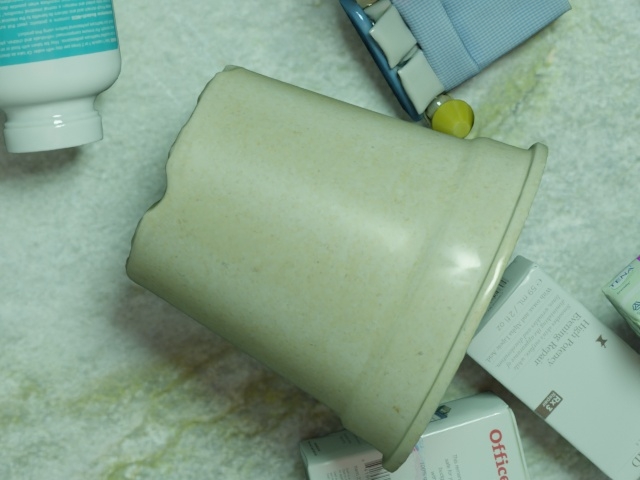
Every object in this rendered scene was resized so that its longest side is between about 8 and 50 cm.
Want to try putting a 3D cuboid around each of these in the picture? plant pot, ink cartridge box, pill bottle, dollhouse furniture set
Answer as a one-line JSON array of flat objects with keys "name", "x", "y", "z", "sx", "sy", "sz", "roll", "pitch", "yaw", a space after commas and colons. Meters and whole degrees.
[{"name": "plant pot", "x": 0.000, "y": 0.000, "z": 1.651, "sx": 0.305, "sy": 0.334, "sz": 0.334, "roll": 25, "pitch": 93, "yaw": 1}, {"name": "ink cartridge box", "x": 0.100, "y": 0.255, "z": 1.791, "sx": 0.212, "sy": 0.093, "sz": 0.154, "roll": -15, "pitch": 100, "yaw": -5}, {"name": "pill bottle", "x": -0.264, "y": -0.217, "z": 1.647, "sx": 0.146, "sy": 0.146, "sz": 0.264, "roll": -9, "pitch": 98, "yaw": -7}, {"name": "dollhouse furniture set", "x": 0.169, "y": -0.260, "z": 1.643, "sx": 0.286, "sy": 0.198, "sz": 0.303, "roll": -32, "pitch": 120, "yaw": -1}]

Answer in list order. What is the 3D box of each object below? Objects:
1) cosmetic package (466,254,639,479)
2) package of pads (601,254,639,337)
[{"name": "cosmetic package", "x": 0.254, "y": 0.133, "z": 1.802, "sx": 0.231, "sy": 0.085, "sz": 0.117, "roll": 39, "pitch": 91, "yaw": -10}, {"name": "package of pads", "x": 0.443, "y": 0.069, "z": 1.761, "sx": 0.229, "sy": 0.101, "sz": 0.296, "roll": -42, "pitch": 128, "yaw": 1}]
